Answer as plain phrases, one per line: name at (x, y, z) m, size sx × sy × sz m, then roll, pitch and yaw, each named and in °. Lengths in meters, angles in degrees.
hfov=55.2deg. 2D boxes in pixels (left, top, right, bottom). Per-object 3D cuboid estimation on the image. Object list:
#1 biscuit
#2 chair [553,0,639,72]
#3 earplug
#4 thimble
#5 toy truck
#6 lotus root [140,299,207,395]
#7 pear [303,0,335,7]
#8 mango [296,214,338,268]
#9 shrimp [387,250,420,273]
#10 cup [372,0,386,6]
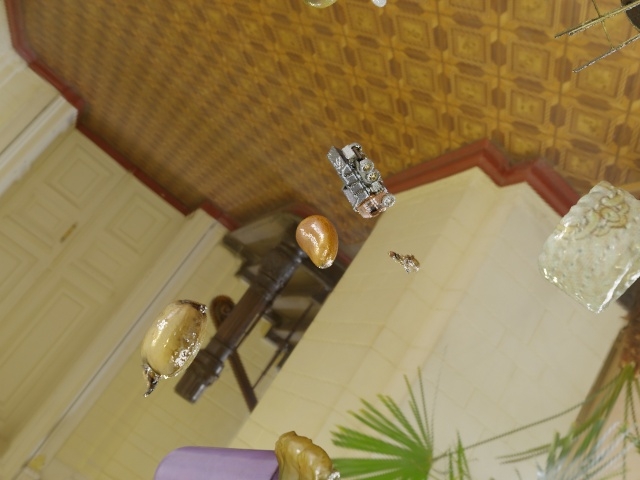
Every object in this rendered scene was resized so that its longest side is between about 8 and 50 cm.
biscuit at (0.028, 0.437, 0.905) m, size 0.335 × 0.078 × 0.329 m, roll 55°, pitch 162°, yaw 12°
chair at (0.669, -0.515, 1.304) m, size 0.170 × 0.326 × 0.160 m, roll 45°, pitch -155°, yaw -52°
earplug at (-0.224, 0.594, 1.459) m, size 0.456 × 0.215 × 0.215 m, roll -8°, pitch 138°, yaw 37°
thimble at (0.691, 0.018, 1.502) m, size 0.195 × 0.291 × 0.291 m, roll 41°, pitch 166°, yaw 28°
toy truck at (0.086, -0.132, 1.357) m, size 0.192 × 0.092 × 0.083 m, roll 50°, pitch -172°, yaw -45°
lotus root at (-0.317, 0.221, 1.289) m, size 0.118 × 0.221 × 0.125 m, roll 26°, pitch 168°, yaw 25°
pear at (-0.004, -0.690, 1.658) m, size 0.141 × 0.104 × 0.141 m, roll 24°, pitch 160°, yaw 10°
mango at (0.002, 0.000, 1.518) m, size 0.084 × 0.105 × 0.159 m, roll 13°, pitch -151°, yaw -42°
shrimp at (0.221, 0.046, 1.635) m, size 0.095 × 0.045 × 0.162 m, roll 44°, pitch -179°, yaw 19°
cup at (0.271, -0.732, 1.658) m, size 0.300 × 0.173 × 0.167 m, roll -28°, pitch 91°, yaw 25°
